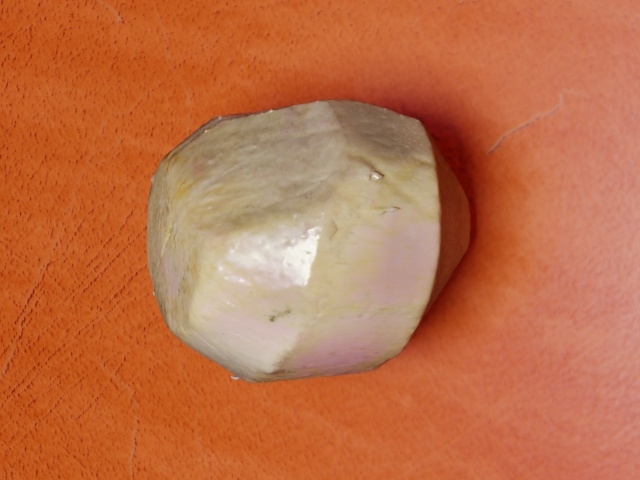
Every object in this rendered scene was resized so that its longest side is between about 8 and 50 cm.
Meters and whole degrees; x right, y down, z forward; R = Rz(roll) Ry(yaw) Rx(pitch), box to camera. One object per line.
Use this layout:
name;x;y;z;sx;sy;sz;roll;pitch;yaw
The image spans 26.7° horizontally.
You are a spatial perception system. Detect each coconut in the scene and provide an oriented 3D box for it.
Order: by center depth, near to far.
coconut;0.000;0.000;0.958;0.236;0.237;0.197;-3;87;28
